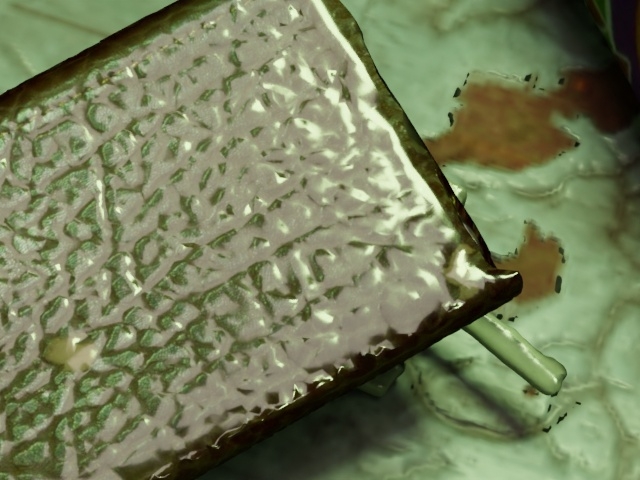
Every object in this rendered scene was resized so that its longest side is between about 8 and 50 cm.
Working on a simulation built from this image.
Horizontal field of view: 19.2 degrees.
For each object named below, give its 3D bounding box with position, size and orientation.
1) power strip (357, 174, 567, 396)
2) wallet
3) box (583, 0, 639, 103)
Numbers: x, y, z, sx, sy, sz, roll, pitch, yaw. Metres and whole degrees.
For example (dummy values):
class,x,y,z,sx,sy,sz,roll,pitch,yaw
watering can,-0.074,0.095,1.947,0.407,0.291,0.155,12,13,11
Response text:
class,x,y,z,sx,sy,sz,roll,pitch,yaw
power strip,0.000,0.000,0.589,0.175,0.042,0.075,33,59,13
wallet,-0.078,0.022,0.536,0.243,0.039,0.133,-30,74,-10
box,0.120,-0.153,0.655,0.097,0.134,0.345,-16,61,-14
